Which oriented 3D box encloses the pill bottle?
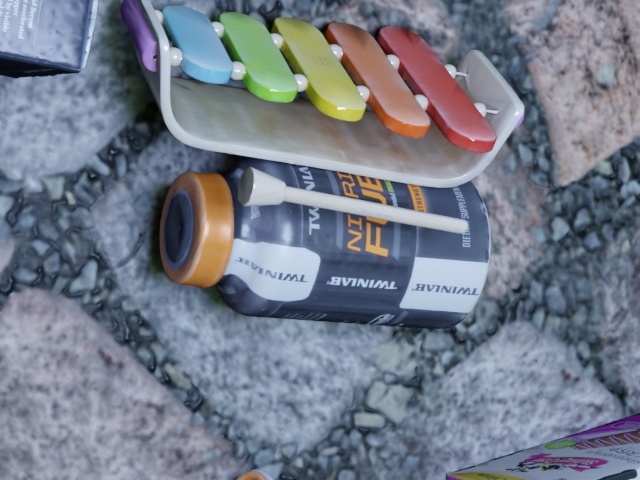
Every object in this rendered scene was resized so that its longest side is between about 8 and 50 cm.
[{"bbox_3d":[0.000,0.000,1.557,0.246,0.130,0.130,5,91,-27],"label":"pill bottle"}]

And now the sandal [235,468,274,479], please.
[{"bbox_3d":[-0.126,0.281,1.525,0.076,0.102,0.265,40,77,-25],"label":"sandal"}]

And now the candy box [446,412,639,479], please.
[{"bbox_3d":[0.247,0.208,1.676,0.233,0.159,0.071,-15,98,-26],"label":"candy box"}]

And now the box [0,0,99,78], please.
[{"bbox_3d":[-0.277,-0.185,1.397,0.207,0.153,0.108,9,88,-28],"label":"box"}]

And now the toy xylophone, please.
[{"bbox_3d":[0.007,-0.101,1.513,0.323,0.236,0.081,4,119,-29],"label":"toy xylophone"}]
